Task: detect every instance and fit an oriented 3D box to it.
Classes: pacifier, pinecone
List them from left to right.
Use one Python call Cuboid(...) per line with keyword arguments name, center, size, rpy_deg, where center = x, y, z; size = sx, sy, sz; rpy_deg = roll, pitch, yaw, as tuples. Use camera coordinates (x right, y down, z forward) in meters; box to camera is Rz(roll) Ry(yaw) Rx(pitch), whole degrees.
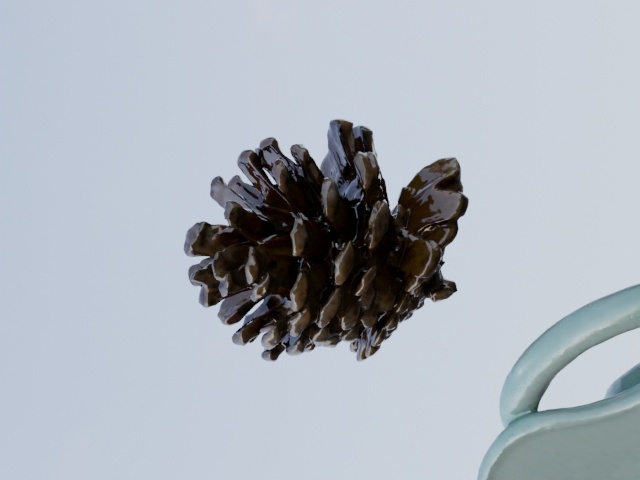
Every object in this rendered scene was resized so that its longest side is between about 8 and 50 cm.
Cuboid(name="pinecone", center=(0.003, 0.003, 1.192), size=(0.195, 0.150, 0.179), rpy_deg=(-11, -29, -28))
Cuboid(name="pacifier", center=(0.233, 0.166, 0.979), size=(0.288, 0.343, 0.269), rpy_deg=(35, -141, -23))
